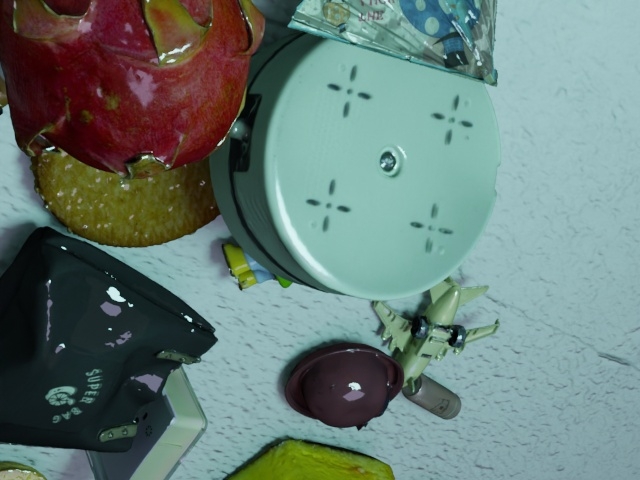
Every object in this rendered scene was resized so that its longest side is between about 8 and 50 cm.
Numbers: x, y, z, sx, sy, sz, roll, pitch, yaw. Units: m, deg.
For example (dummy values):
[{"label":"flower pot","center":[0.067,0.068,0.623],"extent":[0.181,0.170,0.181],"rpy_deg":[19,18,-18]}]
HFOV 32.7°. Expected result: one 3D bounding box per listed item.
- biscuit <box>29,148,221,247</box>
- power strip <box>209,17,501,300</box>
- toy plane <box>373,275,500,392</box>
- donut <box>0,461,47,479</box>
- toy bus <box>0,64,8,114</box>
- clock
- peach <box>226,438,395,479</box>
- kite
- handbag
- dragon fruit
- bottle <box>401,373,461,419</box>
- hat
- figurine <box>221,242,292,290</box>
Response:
[{"label":"biscuit","center":[-0.210,-0.116,1.351],"extent":[0.305,0.038,0.305],"rpy_deg":[-17,134,-19]},{"label":"power strip","center":[0.035,-0.101,1.322],"extent":[0.357,0.161,0.358],"rpy_deg":[-3,97,-31]},{"label":"toy plane","center":[0.176,0.157,1.793],"extent":[0.229,0.092,0.244],"rpy_deg":[13,118,-20]},{"label":"donut","center":[-0.477,0.412,1.606],"extent":[0.174,0.074,0.190],"rpy_deg":[30,87,-27]},{"label":"toy bus","center":[-0.270,-0.278,1.100],"extent":[0.275,0.138,0.167],"rpy_deg":[-34,135,4]},{"label":"clock","center":[-0.259,0.284,1.600],"extent":[0.071,0.147,0.192],"rpy_deg":[18,116,-40]},{"label":"peach","center":[-0.035,0.510,1.873],"extent":[0.380,0.242,0.306],"rpy_deg":[-36,133,2]},{"label":"kite","center":[0.114,-0.331,1.253],"extent":[0.406,0.014,0.368],"rpy_deg":[-43,111,-23]},{"label":"handbag","center":[-0.317,0.165,1.435],"extent":[0.288,0.152,0.342],"rpy_deg":[21,120,-34]},{"label":"dragon fruit","center":[-0.177,-0.175,0.988],"extent":[0.250,0.250,0.315],"rpy_deg":[-9,148,-25]},{"label":"bottle","center":[0.197,0.276,1.936],"extent":[0.053,0.053,0.140],"rpy_deg":[-44,137,11]},{"label":"hat","center":[0.042,0.248,1.764],"extent":[0.205,0.089,0.205],"rpy_deg":[-7,136,-7]},{"label":"figurine","center":[0.000,0.000,1.518],"extent":[0.263,0.143,0.162],"rpy_deg":[-19,140,2]}]
